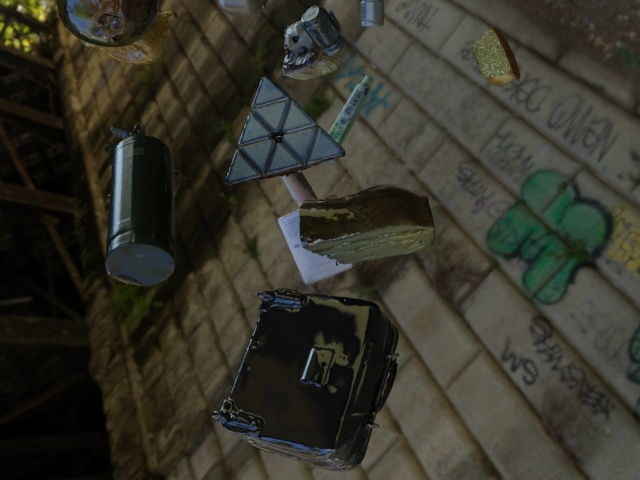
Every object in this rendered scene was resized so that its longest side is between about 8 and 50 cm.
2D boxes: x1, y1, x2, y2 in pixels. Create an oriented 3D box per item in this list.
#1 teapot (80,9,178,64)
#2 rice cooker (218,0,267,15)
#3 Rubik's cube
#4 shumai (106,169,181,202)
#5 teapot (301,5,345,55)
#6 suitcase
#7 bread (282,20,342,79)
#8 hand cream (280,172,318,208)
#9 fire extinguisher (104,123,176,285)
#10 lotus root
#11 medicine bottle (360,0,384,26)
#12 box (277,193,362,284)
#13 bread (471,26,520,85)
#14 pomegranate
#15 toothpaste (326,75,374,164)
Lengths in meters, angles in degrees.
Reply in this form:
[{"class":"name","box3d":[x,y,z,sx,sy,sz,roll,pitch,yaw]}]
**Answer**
[{"class":"teapot","box3d":[-0.543,-0.608,1.907,0.311,0.167,0.203,3,167,20]},{"class":"rice cooker","box3d":[-0.174,-0.633,1.601,0.127,0.206,0.145,20,175,9]},{"class":"Rubik's cube","box3d":[-0.096,-0.194,1.175,0.190,0.211,0.178,-19,-86,-27]},{"class":"shumai","box3d":[-0.452,-0.096,1.782,0.161,0.209,0.153,-32,-77,-81]},{"class":"teapot","box3d":[0.003,-0.362,1.151,0.083,0.049,0.064,42,-152,-48]},{"class":"suitcase","box3d":[-0.014,0.284,1.421,0.339,0.345,0.188,3,148,32]},{"class":"bread","box3d":[-0.037,-0.672,2.355,0.209,0.192,0.109,1,176,42]},{"class":"hand cream","box3d":[-0.104,-0.233,2.116,0.312,0.070,0.111,59,-147,-26]},{"class":"fire extinguisher","box3d":[-0.276,-0.074,1.021,0.114,0.095,0.311,-5,-134,-6]},{"class":"lotus root","box3d":[0.116,-0.051,1.469,0.267,0.260,0.149,22,-124,-66]},{"class":"medicine bottle","box3d":[0.129,-0.580,1.677,0.058,0.091,0.058,-2,-162,1]},{"class":"box","box3d":[0.000,0.000,2.259,0.106,0.203,0.252,-28,-86,-58]},{"class":"bread","box3d":[0.524,-0.547,2.024,0.065,0.103,0.187,-2,-109,-50]},{"class":"pomegranate","box3d":[-0.518,-0.593,1.580,0.306,0.242,0.242,49,-160,25]},{"class":"toothpaste","box3d":[0.075,-0.351,1.964,0.074,0.297,0.048,23,167,29]}]
